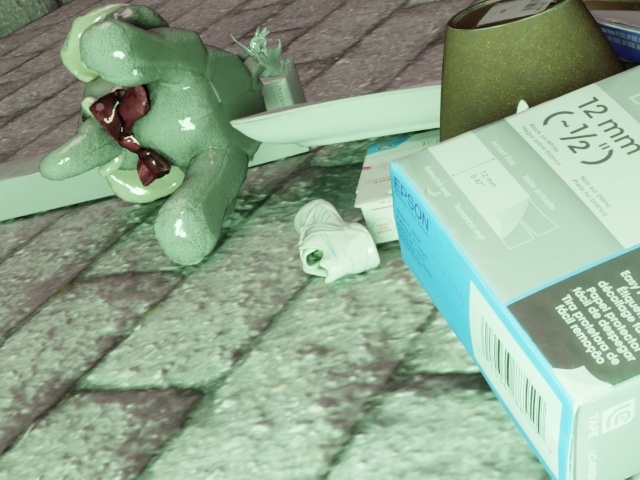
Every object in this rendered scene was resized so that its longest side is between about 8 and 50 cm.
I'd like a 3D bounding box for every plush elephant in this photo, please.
[{"bbox_3d":[-0.208,-0.138,1.509,0.255,0.272,0.330,-14,20,32],"label":"plush elephant"}]

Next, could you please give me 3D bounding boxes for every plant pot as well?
[{"bbox_3d":[0.187,-0.087,1.086,0.215,0.230,0.215,-15,21,6],"label":"plant pot"}]

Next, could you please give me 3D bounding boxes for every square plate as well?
[{"bbox_3d":[0.127,-0.157,1.466,0.344,0.049,0.347,-6,8,28],"label":"square plate"}]

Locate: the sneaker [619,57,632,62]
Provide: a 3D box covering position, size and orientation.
[{"bbox_3d":[0.401,-0.258,1.535,0.080,0.094,0.212,-22,21,-8],"label":"sneaker"}]

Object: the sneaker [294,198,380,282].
[{"bbox_3d":[0.000,0.000,1.270,0.061,0.054,0.152,-27,23,-15],"label":"sneaker"}]

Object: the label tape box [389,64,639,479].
[{"bbox_3d":[0.256,-0.009,0.885,0.347,0.115,0.249,-23,46,-10],"label":"label tape box"}]

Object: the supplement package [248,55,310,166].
[{"bbox_3d":[-0.109,-0.155,1.677,0.179,0.105,0.105,-15,21,11],"label":"supplement package"}]

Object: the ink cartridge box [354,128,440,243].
[{"bbox_3d":[0.097,-0.052,1.307,0.104,0.062,0.181,-12,21,13],"label":"ink cartridge box"}]

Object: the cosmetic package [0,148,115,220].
[{"bbox_3d":[-0.355,-0.084,1.760,0.239,0.060,0.099,-12,23,15],"label":"cosmetic package"}]

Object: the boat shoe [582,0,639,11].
[{"bbox_3d":[0.320,-0.265,1.524,0.109,0.098,0.302,6,3,-2],"label":"boat shoe"}]

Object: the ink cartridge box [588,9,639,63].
[{"bbox_3d":[0.323,-0.166,1.104,0.208,0.045,0.206,-1,17,-18],"label":"ink cartridge box"}]
